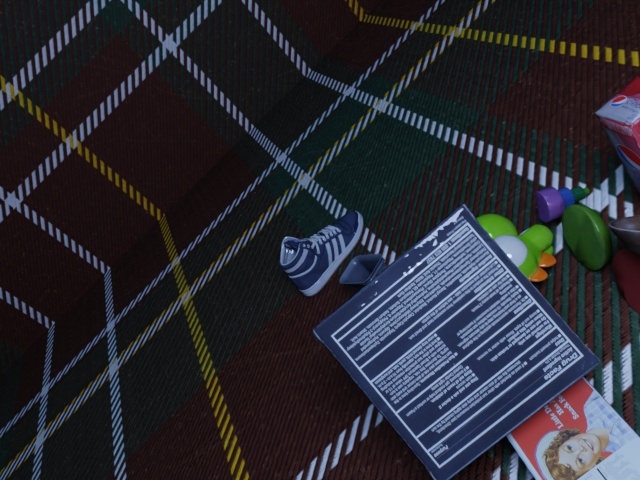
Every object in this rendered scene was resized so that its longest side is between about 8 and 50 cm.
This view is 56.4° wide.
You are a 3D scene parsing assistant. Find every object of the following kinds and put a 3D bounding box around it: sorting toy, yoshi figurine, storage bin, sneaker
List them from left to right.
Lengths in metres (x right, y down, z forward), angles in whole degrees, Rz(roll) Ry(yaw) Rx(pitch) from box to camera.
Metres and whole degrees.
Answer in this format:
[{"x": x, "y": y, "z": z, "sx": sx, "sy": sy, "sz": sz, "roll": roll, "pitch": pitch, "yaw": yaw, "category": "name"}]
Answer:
[{"x": 0.000, "y": 0.000, "z": 1.633, "sx": 0.099, "sy": 0.153, "sz": 0.282, "roll": 11, "pitch": 61, "yaw": 54, "category": "sneaker"}, {"x": 0.127, "y": 0.088, "z": 1.418, "sx": 0.098, "sy": 0.091, "sz": 0.135, "roll": -56, "pitch": 21, "yaw": -19, "category": "storage bin"}, {"x": 0.280, "y": 0.059, "z": 1.172, "sx": 0.362, "sy": 0.203, "sz": 0.203, "roll": -26, "pitch": -16, "yaw": -16, "category": "yoshi figurine"}, {"x": 0.538, "y": -0.012, "z": 1.074, "sx": 0.126, "sy": 0.127, "sz": 0.365, "roll": -20, "pitch": 34, "yaw": -4, "category": "sorting toy"}]

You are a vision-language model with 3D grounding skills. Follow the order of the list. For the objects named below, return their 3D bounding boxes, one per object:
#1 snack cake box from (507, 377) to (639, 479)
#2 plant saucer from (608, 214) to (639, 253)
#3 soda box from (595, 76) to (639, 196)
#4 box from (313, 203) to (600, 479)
[{"x": 0.387, "y": 0.320, "z": 0.845, "sx": 0.152, "sy": 0.089, "sz": 0.264, "roll": -42, "pitch": 30, "yaw": 9, "category": "snack cake box"}, {"x": 0.587, "y": -0.011, "z": 0.858, "sx": 0.310, "sy": 0.050, "sz": 0.310, "roll": -5, "pitch": 5, "yaw": 0, "category": "plant saucer"}, {"x": 0.571, "y": -0.143, "z": 1.005, "sx": 0.092, "sy": 0.263, "sz": 0.083, "roll": -42, "pitch": 32, "yaw": 7, "category": "soda box"}, {"x": 0.200, "y": 0.152, "z": 0.935, "sx": 0.296, "sy": 0.294, "sz": 0.183, "roll": -40, "pitch": -6, "yaw": 7, "category": "box"}]
